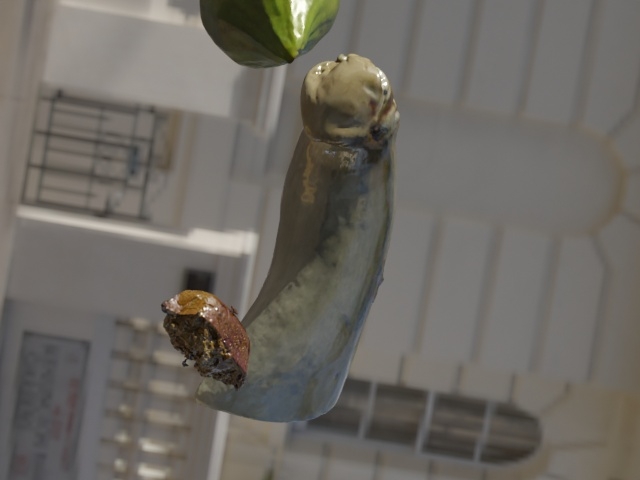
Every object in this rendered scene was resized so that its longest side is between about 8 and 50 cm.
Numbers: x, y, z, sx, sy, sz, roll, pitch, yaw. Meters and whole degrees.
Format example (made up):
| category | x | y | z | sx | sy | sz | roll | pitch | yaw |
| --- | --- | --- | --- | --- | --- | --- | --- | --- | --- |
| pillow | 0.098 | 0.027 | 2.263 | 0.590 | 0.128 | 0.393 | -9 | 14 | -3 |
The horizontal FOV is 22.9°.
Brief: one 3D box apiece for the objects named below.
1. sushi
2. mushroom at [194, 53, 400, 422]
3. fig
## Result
| category | x | y | z | sx | sy | sz | roll | pitch | yaw |
| --- | --- | --- | --- | --- | --- | --- | --- | --- | --- |
| sushi | -0.102 | 0.088 | 1.404 | 0.061 | 0.118 | 0.060 | -29 | -151 | 44 |
| mushroom | 0.000 | -0.001 | 1.666 | 0.177 | 0.126 | 0.397 | 2 | 109 | -54 |
| fig | -0.063 | -0.276 | 1.785 | 0.233 | 0.167 | 0.167 | -56 | 156 | -81 |
